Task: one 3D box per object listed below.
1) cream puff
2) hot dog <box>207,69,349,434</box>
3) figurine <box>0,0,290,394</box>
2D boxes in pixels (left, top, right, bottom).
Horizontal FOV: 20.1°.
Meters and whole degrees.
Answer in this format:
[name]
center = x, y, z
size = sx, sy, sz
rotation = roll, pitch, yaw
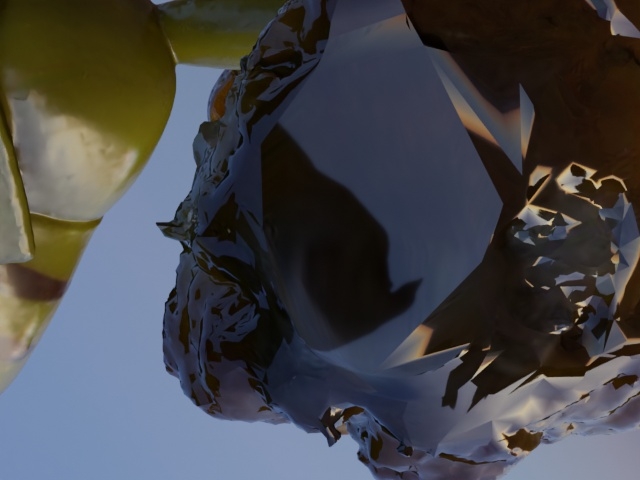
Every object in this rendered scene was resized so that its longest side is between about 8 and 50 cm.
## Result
[cream puff]
center = 0.054, -0.018, 0.668
size = 0.241, 0.269, 0.155
rotation = 57, -161, -8
[hot dog]
center = 0.000, 0.000, 1.106
size = 0.100, 0.068, 0.250
rotation = -7, 101, 51
[figurine]
center = -0.184, -0.046, 0.950
size = 0.218, 0.327, 0.169
rotation = 20, -160, -36
